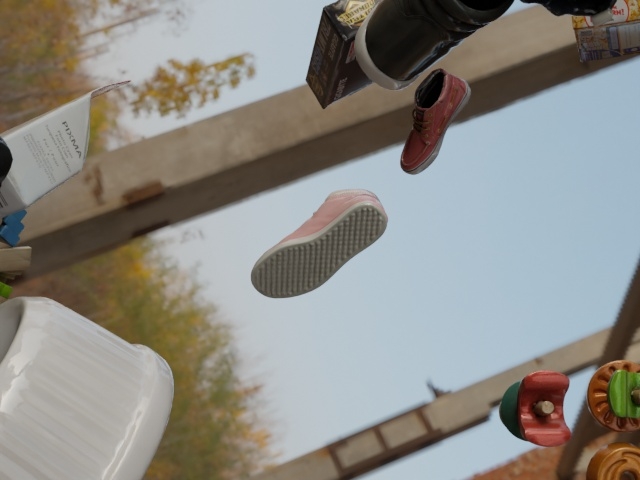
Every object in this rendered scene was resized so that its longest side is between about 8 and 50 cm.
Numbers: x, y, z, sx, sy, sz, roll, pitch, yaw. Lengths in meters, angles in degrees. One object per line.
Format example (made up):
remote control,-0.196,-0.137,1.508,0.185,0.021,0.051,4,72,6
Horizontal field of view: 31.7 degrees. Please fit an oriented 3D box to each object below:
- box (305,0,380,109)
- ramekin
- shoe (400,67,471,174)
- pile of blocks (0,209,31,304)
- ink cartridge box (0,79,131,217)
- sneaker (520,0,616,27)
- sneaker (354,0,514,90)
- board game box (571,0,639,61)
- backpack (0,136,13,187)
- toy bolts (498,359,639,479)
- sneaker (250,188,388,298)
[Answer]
box,0.126,-0.347,1.786,0.073,0.293,0.295,57,-13,9
ramekin,-0.249,0.163,0.868,0.127,0.273,0.273,44,-3,-21
shoe,0.169,-0.193,1.822,0.063,0.178,0.081,40,12,37
pile of blocks,-0.584,-0.010,1.925,0.113,0.149,0.362,17,-80,37
ink cartridge box,-0.433,-0.087,1.488,0.091,0.308,0.385,66,22,-11
sneaker,0.191,-0.276,0.938,0.235,0.094,0.153,55,28,-35
sneaker,0.146,-0.276,1.071,0.104,0.295,0.147,39,-33,-18
board game box,0.477,-0.322,1.677,0.147,0.194,0.045,33,53,-70
backpack,-0.534,-0.068,1.066,0.290,0.273,0.355,39,22,16
toy bolts,0.359,0.268,1.575,0.158,0.229,0.218,126,-28,-78
sneaker,0.000,0.000,0.997,0.051,0.134,0.070,54,14,-18
